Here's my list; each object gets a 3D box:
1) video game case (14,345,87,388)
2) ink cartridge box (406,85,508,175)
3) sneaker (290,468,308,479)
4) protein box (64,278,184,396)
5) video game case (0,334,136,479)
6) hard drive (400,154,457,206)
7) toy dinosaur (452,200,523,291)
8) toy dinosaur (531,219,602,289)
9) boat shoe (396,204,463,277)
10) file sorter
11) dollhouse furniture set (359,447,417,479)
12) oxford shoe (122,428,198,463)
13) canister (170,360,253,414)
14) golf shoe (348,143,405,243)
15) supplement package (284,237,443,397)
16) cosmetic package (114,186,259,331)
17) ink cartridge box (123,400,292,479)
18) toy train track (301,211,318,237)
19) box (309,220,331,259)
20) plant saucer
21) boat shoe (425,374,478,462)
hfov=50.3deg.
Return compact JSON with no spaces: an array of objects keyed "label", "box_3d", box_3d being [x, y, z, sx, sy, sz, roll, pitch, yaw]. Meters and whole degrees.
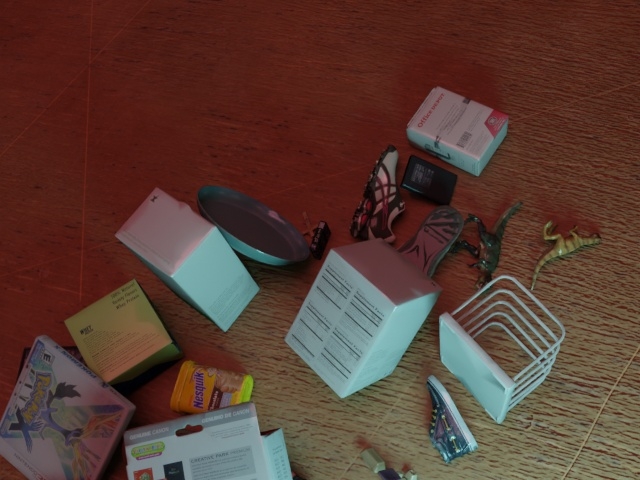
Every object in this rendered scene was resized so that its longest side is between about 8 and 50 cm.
[{"label":"video game case","box_3d":[-0.668,0.404,1.735,0.248,0.035,0.275,-3,64,12]},{"label":"ink cartridge box","box_3d":[0.358,-0.290,1.794,0.217,0.092,0.159,30,75,22]},{"label":"sneaker","box_3d":[-0.071,0.633,1.445,0.135,0.098,0.276,10,66,20]},{"label":"protein box","box_3d":[-0.482,0.245,1.688,0.199,0.136,0.201,-32,67,-12]},{"label":"video game case","box_3d":[-0.610,0.436,1.597,0.300,0.036,0.329,32,105,16]},{"label":"hard drive","box_3d":[0.279,-0.153,1.750,0.135,0.022,0.094,23,69,-8]},{"label":"toy dinosaur","box_3d":[0.396,0.002,1.662,0.118,0.064,0.268,22,71,7]},{"label":"toy dinosaur","box_3d":[0.563,0.014,1.614,0.211,0.064,0.112,-28,63,0]},{"label":"boat shoe","box_3d":[0.228,0.055,1.664,0.118,0.103,0.320,37,82,16]},{"label":"file sorter","box_3d":[0.379,0.229,1.437,0.173,0.278,0.193,-36,62,-10]},{"label":"dollhouse furniture set","box_3d":[0.138,0.518,1.502,0.114,0.091,0.081,40,121,48]},{"label":"oxford shoe","box_3d":[-0.265,0.481,1.544,0.348,0.130,0.123,11,88,15]},{"label":"canister","box_3d":[-0.258,0.365,1.635,0.169,0.073,0.126,8,67,15]},{"label":"golf shoe","box_3d":[0.166,-0.116,1.768,0.120,0.105,0.273,20,72,0]},{"label":"supplement package","box_3d":[0.093,0.165,1.510,0.198,0.199,0.263,41,120,26]},{"label":"cosmetic package","box_3d":[-0.303,0.055,1.630,0.197,0.365,0.155,32,75,26]},{"label":"ink cartridge box","box_3d":[-0.224,0.487,1.396,0.309,0.130,0.272,-15,78,12]},{"label":"toy train track","box_3d":[-0.030,-0.041,1.812,0.048,0.014,0.083,-26,56,8]},{"label":"box","box_3d":[0.000,0.000,1.753,0.018,0.067,0.083,14,70,18]},{"label":"plant saucer","box_3d":[-0.173,-0.031,1.701,0.317,0.317,0.044,43,111,27]},{"label":"boat shoe","box_3d":[0.263,0.392,1.500,0.083,0.065,0.183,-28,63,-3]}]
